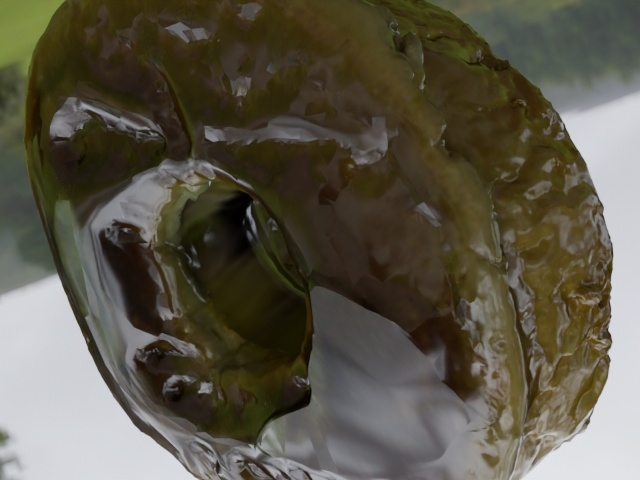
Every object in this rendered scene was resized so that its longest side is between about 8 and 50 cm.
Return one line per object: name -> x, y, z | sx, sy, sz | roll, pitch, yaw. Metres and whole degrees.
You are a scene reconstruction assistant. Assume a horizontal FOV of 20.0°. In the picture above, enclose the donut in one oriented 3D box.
donut -> 0.000, 0.000, 0.901 | 0.160, 0.330, 0.330 | -20, -178, -43
